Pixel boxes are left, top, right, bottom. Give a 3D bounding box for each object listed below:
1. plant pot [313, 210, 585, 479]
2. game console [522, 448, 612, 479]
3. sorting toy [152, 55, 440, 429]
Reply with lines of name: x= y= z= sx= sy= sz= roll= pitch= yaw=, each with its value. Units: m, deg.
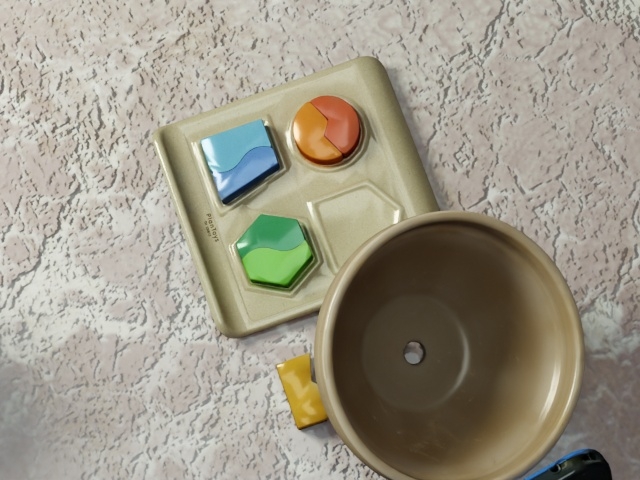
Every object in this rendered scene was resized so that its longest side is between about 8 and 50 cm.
plant pot: x=0.097 y=0.097 z=1.428 sx=0.237 sy=0.110 sz=0.237 roll=2 pitch=85 yaw=-19
game console: x=0.156 y=0.351 z=1.357 sx=0.293 sy=0.250 sz=0.173 roll=-29 pitch=52 yaw=-8
sorting toy: x=0.000 y=0.000 z=1.502 sx=0.229 sy=0.041 sz=0.307 roll=-19 pitch=77 yaw=-6
